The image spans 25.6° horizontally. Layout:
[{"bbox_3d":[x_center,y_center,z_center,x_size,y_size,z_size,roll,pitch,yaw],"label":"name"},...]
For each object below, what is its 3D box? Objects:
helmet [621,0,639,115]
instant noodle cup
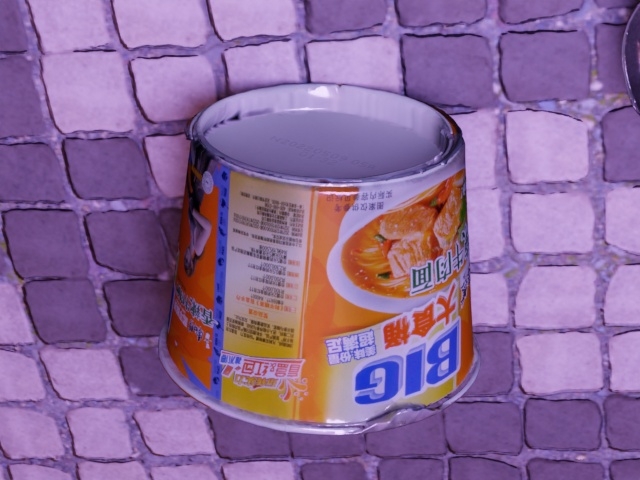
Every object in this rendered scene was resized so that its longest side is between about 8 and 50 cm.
[{"bbox_3d":[0.336,-0.147,1.146,0.153,0.107,0.177,-35,94,31],"label":"helmet"},{"bbox_3d":[0.000,0.000,1.206,0.296,0.296,0.214,4,116,6],"label":"instant noodle cup"}]
